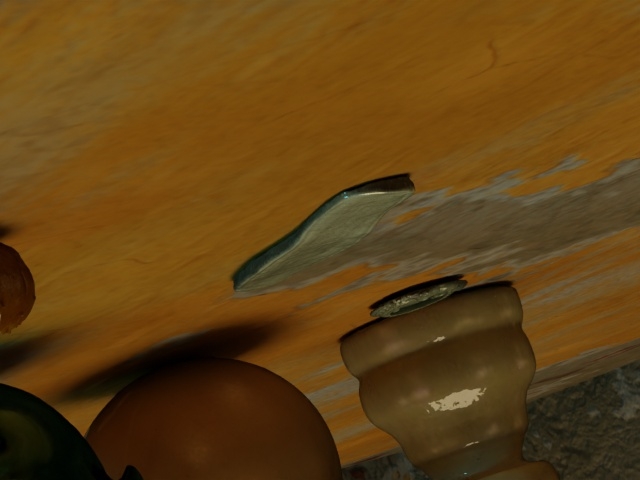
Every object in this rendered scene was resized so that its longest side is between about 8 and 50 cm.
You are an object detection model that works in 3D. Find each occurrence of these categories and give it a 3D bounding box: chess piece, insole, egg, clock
[{"bbox_3d":[0.131,0.202,1.467,0.167,0.300,0.167,-16,170,-3],"label":"chess piece"},{"bbox_3d":[0.000,0.000,0.975,0.063,0.010,0.192,-13,169,-25],"label":"insole"},{"bbox_3d":[-0.080,0.183,1.281,0.201,0.201,0.244,-14,168,-21],"label":"egg"},{"bbox_3d":[0.074,0.045,1.348,0.074,0.010,0.083,-13,169,-29],"label":"clock"}]

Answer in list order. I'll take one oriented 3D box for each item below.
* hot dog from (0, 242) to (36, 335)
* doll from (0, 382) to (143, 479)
[{"bbox_3d":[-0.183,0.027,0.698,0.071,0.045,0.165,-22,171,30],"label":"hot dog"},{"bbox_3d":[-0.252,0.191,1.030,0.322,0.198,0.186,-17,154,11],"label":"doll"}]
